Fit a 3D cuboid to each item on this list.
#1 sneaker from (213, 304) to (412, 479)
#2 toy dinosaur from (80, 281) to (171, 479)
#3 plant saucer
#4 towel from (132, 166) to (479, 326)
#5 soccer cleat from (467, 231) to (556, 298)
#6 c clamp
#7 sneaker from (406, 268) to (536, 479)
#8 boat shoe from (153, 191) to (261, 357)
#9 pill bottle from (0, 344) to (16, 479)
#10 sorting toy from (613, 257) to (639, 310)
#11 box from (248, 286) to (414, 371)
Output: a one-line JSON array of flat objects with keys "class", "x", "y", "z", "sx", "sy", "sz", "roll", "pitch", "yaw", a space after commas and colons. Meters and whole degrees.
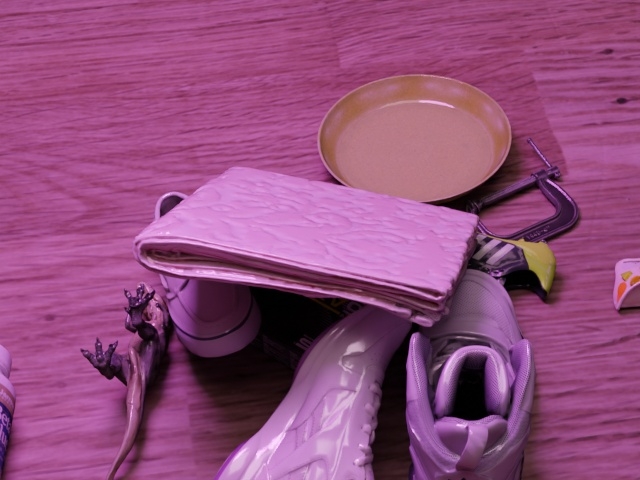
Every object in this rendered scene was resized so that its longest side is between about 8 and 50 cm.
[{"class": "sneaker", "x": 0.019, "y": 0.199, "z": 1.519, "sx": 0.152, "sy": 0.114, "sz": 0.305, "roll": 33, "pitch": 82, "yaw": 19}, {"class": "toy dinosaur", "x": -0.202, "y": 0.125, "z": 1.608, "sx": 0.064, "sy": 0.118, "sz": 0.268, "roll": -1, "pitch": 46, "yaw": 13}, {"class": "plant saucer", "x": 0.117, "y": -0.118, "z": 1.875, "sx": 0.241, "sy": 0.037, "sz": 0.241, "roll": -3, "pitch": 45, "yaw": 3}, {"class": "towel", "x": 0.000, "y": 0.000, "z": 1.590, "sx": 0.317, "sy": 0.053, "sz": 0.332, "roll": 12, "pitch": 16, "yaw": 10}, {"class": "soccer cleat", "x": 0.183, "y": 0.027, "z": 1.736, "sx": 0.178, "sy": 0.060, "sz": 0.072, "roll": 7, "pitch": 56, "yaw": 6}, {"class": "c clamp", "x": 0.239, "y": -0.046, "z": 1.829, "sx": 0.160, "sy": 0.022, "sz": 0.137, "roll": -28, "pitch": 59, "yaw": -24}, {"class": "sneaker", "x": 0.157, "y": 0.131, "z": 1.535, "sx": 0.137, "sy": 0.210, "sz": 0.366, "roll": 4, "pitch": 47, "yaw": 4}, {"class": "boat shoe", "x": -0.135, "y": 0.030, "z": 1.666, "sx": 0.096, "sy": 0.088, "sz": 0.267, "roll": -21, "pitch": 32, "yaw": 0}, {"class": "pill bottle", "x": -0.370, "y": 0.188, "z": 1.568, "sx": 0.094, "sy": 0.094, "sz": 0.169, "roll": 0, "pitch": 48, "yaw": 1}, {"class": "sorting toy", "x": 0.375, "y": 0.042, "z": 1.736, "sx": 0.083, "sy": 0.045, "sz": 0.075, "roll": -4, "pitch": 28, "yaw": -3}, {"class": "box", "x": 0.005, "y": 0.068, "z": 1.708, "sx": 0.190, "sy": 0.045, "sz": 0.184, "roll": 30, "pitch": 53, "yaw": 26}]
